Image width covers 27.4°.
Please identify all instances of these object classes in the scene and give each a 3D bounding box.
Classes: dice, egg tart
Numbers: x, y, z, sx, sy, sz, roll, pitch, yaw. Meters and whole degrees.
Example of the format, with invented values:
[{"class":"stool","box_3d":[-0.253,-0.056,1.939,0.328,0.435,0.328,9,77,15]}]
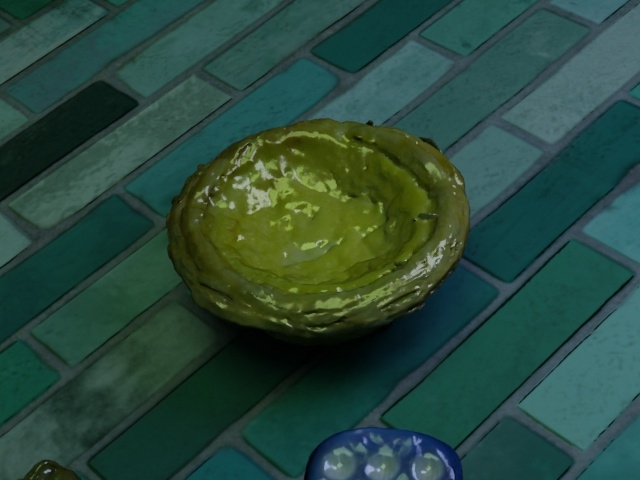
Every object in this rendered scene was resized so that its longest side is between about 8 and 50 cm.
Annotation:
[{"class":"dice","box_3d":[0.059,0.263,1.190,0.143,0.146,0.147,-1,51,8]},{"class":"egg tart","box_3d":[0.000,0.000,1.457,0.345,0.132,0.345,-5,47,6]}]

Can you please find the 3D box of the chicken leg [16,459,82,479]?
[{"class":"chicken leg","box_3d":[-0.224,0.350,1.170,0.201,0.153,0.429,-27,39,-3]}]
